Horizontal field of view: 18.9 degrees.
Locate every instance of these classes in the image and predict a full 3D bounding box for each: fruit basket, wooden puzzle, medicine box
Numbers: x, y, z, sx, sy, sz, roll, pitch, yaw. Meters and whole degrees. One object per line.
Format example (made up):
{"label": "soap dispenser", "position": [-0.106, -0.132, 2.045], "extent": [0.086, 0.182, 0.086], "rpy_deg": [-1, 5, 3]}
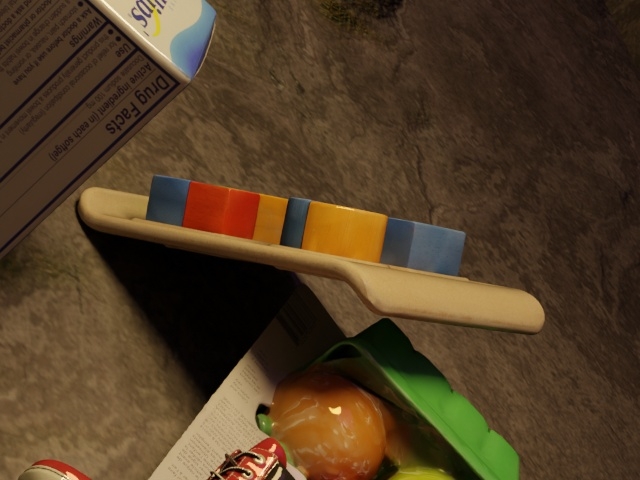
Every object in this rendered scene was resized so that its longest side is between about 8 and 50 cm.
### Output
{"label": "fruit basket", "position": [0.023, 0.240, 1.658], "extent": [0.327, 0.165, 0.353], "rpy_deg": [46, 40, -6]}
{"label": "wooden puzzle", "position": [0.000, 0.000, 1.790], "extent": [0.348, 0.080, 0.322], "rpy_deg": [16, 3, 35]}
{"label": "medicine box", "position": [-0.279, -0.168, 1.543], "extent": [0.289, 0.263, 0.149], "rpy_deg": [42, 25, -16]}

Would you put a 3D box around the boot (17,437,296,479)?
{"label": "boot", "position": [-0.110, 0.194, 1.437], "extent": [0.244, 0.088, 0.176], "rpy_deg": [43, 56, -29]}
